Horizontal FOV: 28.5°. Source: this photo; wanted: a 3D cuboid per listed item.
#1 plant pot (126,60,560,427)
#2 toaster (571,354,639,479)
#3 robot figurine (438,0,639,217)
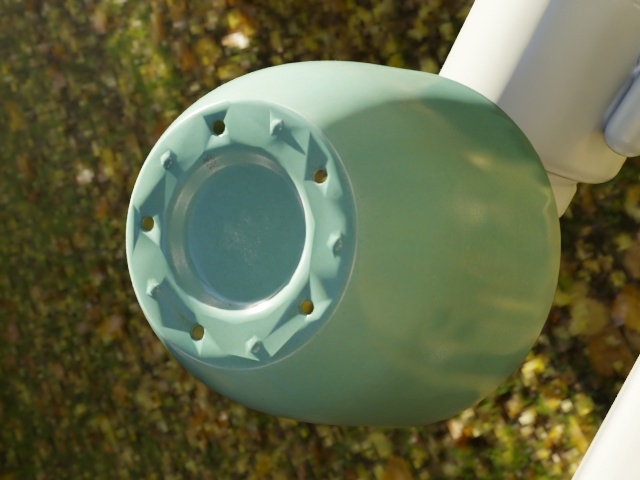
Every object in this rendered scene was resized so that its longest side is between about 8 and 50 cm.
[{"bbox_3d":[0.000,0.000,0.926,0.293,0.235,0.292,-2,86,28],"label":"plant pot"},{"bbox_3d":[0.166,0.082,0.397,0.129,0.146,0.227,40,148,-8],"label":"toaster"},{"bbox_3d":[0.242,-0.195,1.210,0.300,0.200,0.353,47,118,46],"label":"robot figurine"}]
